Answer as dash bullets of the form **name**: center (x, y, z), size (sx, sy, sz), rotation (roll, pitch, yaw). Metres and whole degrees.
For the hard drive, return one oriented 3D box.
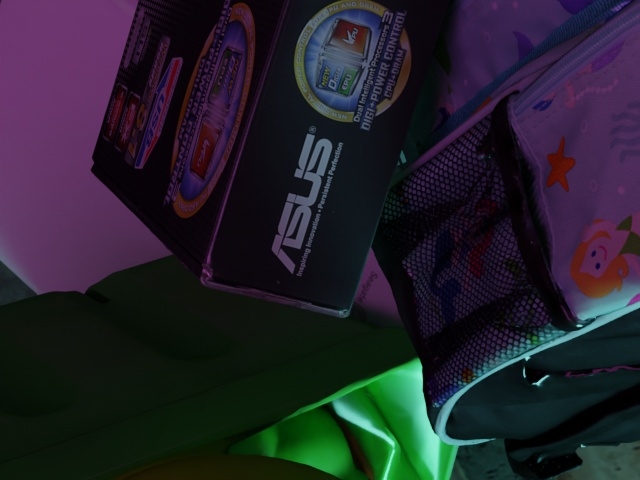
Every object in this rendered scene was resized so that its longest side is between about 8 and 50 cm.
- **hard drive**: center (-0.054, 0.002, 0.866), size (0.307, 0.040, 0.203), rotation (41, 130, 17)

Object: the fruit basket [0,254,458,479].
- **fruit basket**: center (-0.069, 0.177, 0.685), size (0.392, 0.392, 0.283), rotation (28, 126, 26)

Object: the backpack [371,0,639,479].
- **backpack**: center (0.154, -0.036, 0.600), size (0.253, 0.225, 0.191), rotation (-31, 71, 61)

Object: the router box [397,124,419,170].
- **router box**: center (0.000, 0.000, 0.882), size (0.133, 0.046, 0.179), rotation (-14, 101, 42)

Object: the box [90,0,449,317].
- **box**: center (-0.008, -0.128, 0.677), size (0.216, 0.060, 0.270), rotation (-142, 68, -68)
